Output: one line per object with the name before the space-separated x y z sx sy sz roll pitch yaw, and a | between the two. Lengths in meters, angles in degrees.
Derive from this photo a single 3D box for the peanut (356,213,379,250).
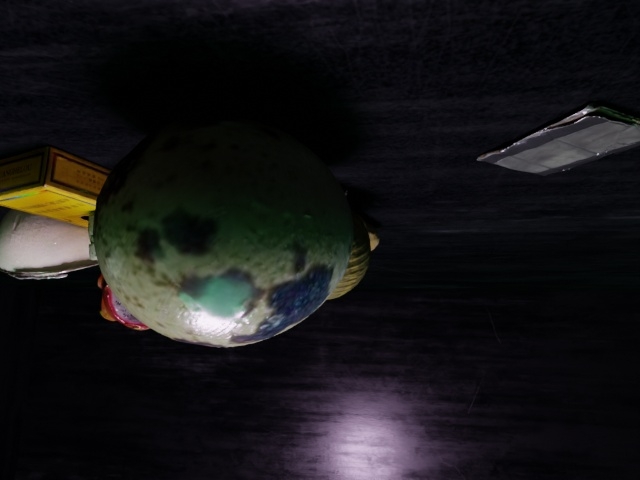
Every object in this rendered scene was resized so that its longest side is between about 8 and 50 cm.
peanut | 0.096 -0.019 1.308 0.100 0.099 0.214 -5 172 25

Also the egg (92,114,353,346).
egg | -0.129 -0.011 0.764 0.345 0.344 0.428 -7 173 32

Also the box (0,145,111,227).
box | -0.500 -0.092 1.030 0.193 0.084 0.301 -5 166 26

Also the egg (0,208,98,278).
egg | -0.641 -0.025 1.195 0.264 0.174 0.286 5 -168 9

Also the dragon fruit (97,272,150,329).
dragon fruit | -0.725 0.194 1.920 0.305 0.305 0.226 12 171 -40

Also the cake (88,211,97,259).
cake | -0.392 0.009 1.074 0.100 0.099 0.235 -3 169 17

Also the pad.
pad | 0.402 -0.154 0.802 0.174 0.022 0.233 7 167 -25

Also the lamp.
lamp | 0.000 0.000 1.101 0.250 0.250 0.284 5 126 -17
